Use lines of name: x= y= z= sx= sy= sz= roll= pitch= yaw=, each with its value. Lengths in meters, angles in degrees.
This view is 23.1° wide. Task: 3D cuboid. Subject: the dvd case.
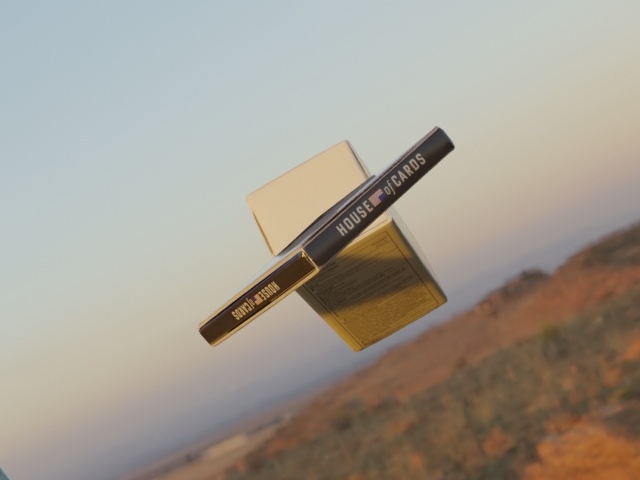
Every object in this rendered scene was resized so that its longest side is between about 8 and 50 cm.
dvd case: x=0.000 y=0.000 z=1.341 sx=0.179 sy=0.029 sz=0.239 roll=-42 pitch=3 yaw=-30

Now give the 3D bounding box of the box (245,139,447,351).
box: x=0.038 y=0.015 z=1.881 sx=0.148 sy=0.121 sz=0.311 roll=-29 pitch=-25 yaw=4

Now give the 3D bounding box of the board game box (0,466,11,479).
board game box: x=-0.464 y=0.376 z=1.816 sx=0.275 sy=0.142 sz=0.144 roll=-39 pitch=-3 yaw=38
